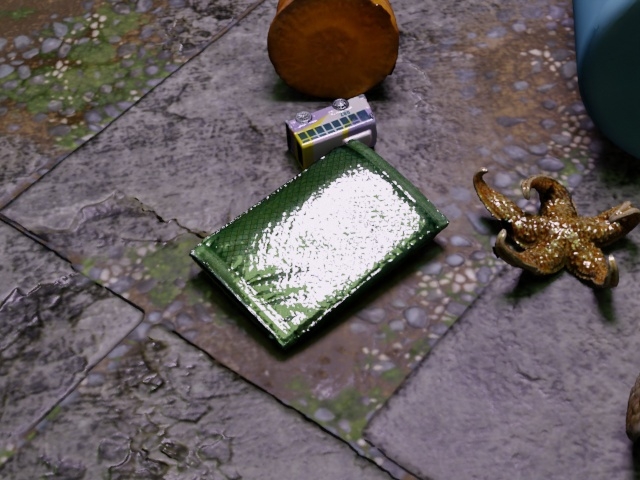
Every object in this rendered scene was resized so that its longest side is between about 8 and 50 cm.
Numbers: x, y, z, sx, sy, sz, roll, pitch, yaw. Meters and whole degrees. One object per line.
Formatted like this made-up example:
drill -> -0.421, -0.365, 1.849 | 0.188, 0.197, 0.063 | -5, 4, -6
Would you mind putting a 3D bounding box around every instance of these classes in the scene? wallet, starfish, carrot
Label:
wallet -> 0.000, 0.002, 1.265 | 0.236, 0.055, 0.160 | -37, 60, -20
starfish -> 0.239, -0.014, 1.254 | 0.189, 0.074, 0.146 | 23, 52, 20
carrot -> 0.024, -0.293, 1.468 | 0.159, 0.159, 0.225 | 3, 40, 4

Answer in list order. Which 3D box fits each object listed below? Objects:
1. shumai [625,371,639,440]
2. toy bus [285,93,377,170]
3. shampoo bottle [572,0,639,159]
shumai -> 0.351, 0.150, 1.084 | 0.116, 0.145, 0.145 | 34, 56, 6
toy bus -> 0.016, -0.125, 1.376 | 0.102, 0.052, 0.058 | -21, 53, -13
shampoo bottle -> 0.447, -0.296, 1.329 | 0.331, 0.331, 0.343 | 4, 51, 6
